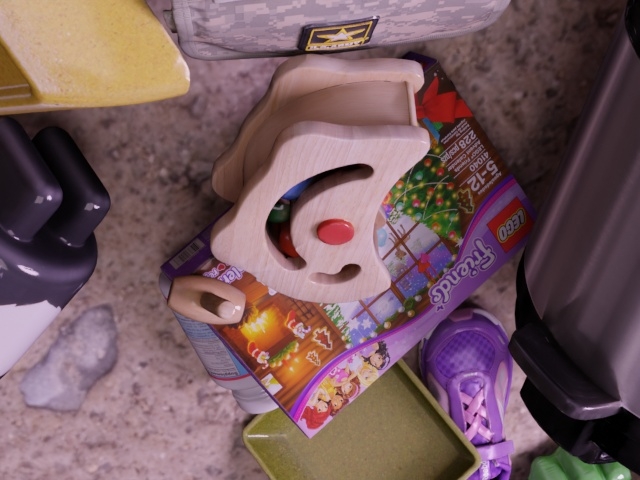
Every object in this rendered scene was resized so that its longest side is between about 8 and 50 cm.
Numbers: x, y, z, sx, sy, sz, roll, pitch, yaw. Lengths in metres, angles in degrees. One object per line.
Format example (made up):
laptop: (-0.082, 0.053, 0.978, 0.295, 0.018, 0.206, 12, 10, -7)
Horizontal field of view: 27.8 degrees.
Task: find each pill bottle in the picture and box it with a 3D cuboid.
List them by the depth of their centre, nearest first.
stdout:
pill bottle: (-0.078, 0.081, 1.198, 0.087, 0.087, 0.160, -23, 119, 6)

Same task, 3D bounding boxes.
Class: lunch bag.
lunch bag: (0.001, -0.222, 0.928, 0.235, 0.287, 0.169, -6, 119, -4)

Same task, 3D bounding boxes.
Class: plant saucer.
plant saucer: (-0.290, -0.204, 0.897, 0.081, 0.332, 0.333, -50, 123, -30)
plant saucer: (0.043, 0.199, 1.256, 0.188, 0.188, 0.045, -46, 158, 17)

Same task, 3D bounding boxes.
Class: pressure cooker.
pressure cooker: (0.361, 0.011, 1.050, 0.370, 0.375, 0.420, 18, 127, 0)

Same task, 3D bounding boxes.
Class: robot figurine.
robot figurine: (-0.299, 0.027, 1.089, 0.209, 0.173, 0.278, 35, 112, -24)

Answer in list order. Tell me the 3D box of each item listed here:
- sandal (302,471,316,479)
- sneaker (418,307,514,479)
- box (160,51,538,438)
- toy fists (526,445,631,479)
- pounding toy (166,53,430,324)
sandal: (-0.016, 0.341, 1.371, 0.079, 0.088, 0.240, 2, 116, 28)
sneaker: (0.151, 0.180, 1.272, 0.095, 0.104, 0.236, -5, 118, -3)
box: (0.035, 0.005, 1.136, 0.293, 0.057, 0.201, -42, 118, -6)
toy fists: (0.337, 0.264, 1.347, 0.279, 0.096, 0.142, -12, 118, 1)
pounding toy: (0.000, 0.000, 0.970, 0.154, 0.155, 0.269, 15, 141, -22)
